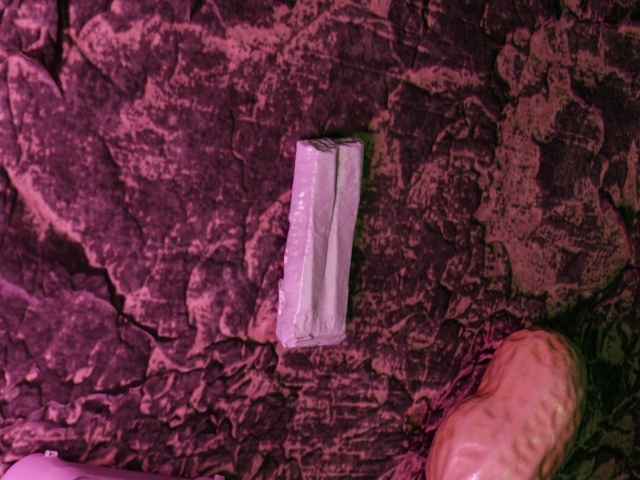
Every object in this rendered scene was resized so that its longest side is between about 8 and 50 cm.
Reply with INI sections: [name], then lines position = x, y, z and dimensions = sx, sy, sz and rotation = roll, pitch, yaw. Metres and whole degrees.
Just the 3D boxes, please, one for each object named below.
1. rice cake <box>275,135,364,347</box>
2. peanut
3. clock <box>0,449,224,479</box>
[rice cake]
position = 0.000, 0.000, 1.462
dimensions = 0.085, 0.040, 0.226
rotation = 2, 95, -45
[peanut]
position = 0.222, 0.233, 1.656
dimensions = 0.313, 0.152, 0.152
rotation = -54, 130, -24
[clock]
position = -0.192, 0.370, 1.282
dimensions = 0.295, 0.113, 0.322
rotation = 19, 85, -45
